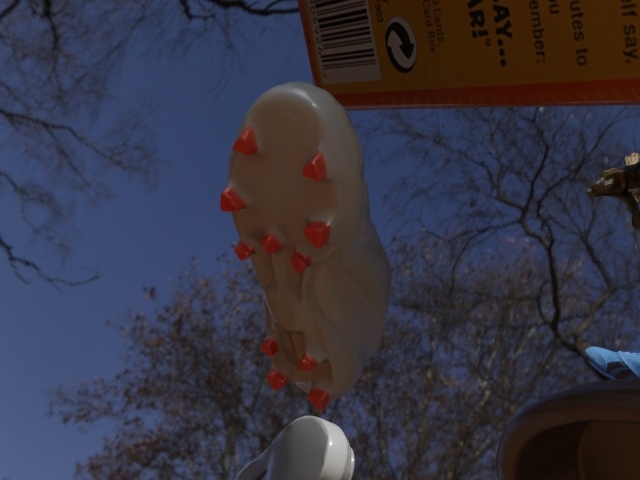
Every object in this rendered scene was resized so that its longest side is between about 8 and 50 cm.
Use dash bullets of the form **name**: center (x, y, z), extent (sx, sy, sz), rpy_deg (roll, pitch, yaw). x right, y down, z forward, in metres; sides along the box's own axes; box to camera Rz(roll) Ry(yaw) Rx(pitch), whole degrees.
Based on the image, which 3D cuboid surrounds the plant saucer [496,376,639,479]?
- **plant saucer**: center (0.190, 0.143, 0.319), extent (0.278, 0.041, 0.278), rpy_deg (35, -26, 20)

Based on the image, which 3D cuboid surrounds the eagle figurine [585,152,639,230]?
- **eagle figurine**: center (0.433, -0.145, 0.989), extent (0.225, 0.226, 0.298), rpy_deg (24, -49, -23)

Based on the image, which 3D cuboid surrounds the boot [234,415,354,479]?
- **boot**: center (0.003, 0.242, 0.840), extent (0.123, 0.095, 0.258), rpy_deg (22, -30, -14)

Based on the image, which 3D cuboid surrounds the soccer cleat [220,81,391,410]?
- **soccer cleat**: center (0.000, 0.000, 0.433), extent (0.068, 0.076, 0.196), rpy_deg (22, -41, 25)

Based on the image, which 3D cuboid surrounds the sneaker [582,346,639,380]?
- **sneaker**: center (0.525, 0.211, 1.455), extent (0.209, 0.069, 0.082), rpy_deg (33, -79, 52)

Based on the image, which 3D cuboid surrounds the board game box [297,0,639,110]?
- **board game box**: center (0.197, -0.267, 0.387), extent (0.356, 0.356, 0.356), rpy_deg (16, -60, 62)
